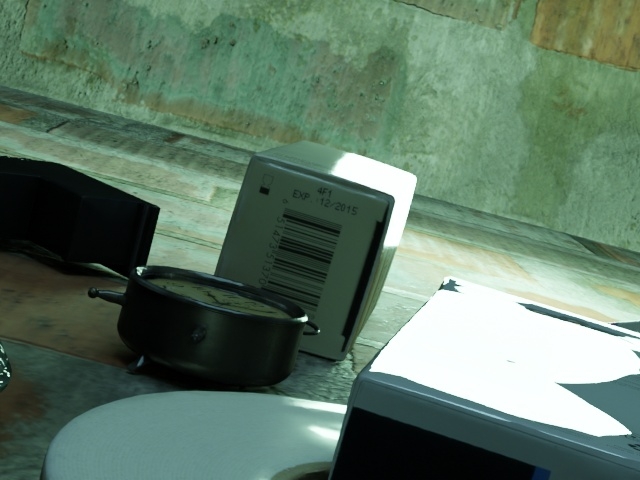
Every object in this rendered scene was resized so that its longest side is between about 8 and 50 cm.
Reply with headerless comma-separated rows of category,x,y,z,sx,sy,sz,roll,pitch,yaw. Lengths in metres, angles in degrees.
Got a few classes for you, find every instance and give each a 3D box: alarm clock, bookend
alarm clock,-0.066,0.063,1.075,0.129,0.064,0.192,20,11,37
bookend,-0.253,-0.023,1.309,0.157,0.072,0.156,22,11,40

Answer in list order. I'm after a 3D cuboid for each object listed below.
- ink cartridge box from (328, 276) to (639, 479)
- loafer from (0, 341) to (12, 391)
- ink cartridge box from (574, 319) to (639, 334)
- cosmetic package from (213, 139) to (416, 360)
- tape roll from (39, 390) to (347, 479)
ink cartridge box,0.112,0.086,0.722,0.165,0.065,0.332,16,9,10
loafer,-0.239,0.053,0.845,0.096,0.084,0.267,46,-1,-23
ink cartridge box,0.252,0.097,1.133,0.198,0.067,0.115,-7,-10,35
cosmetic package,0.000,0.000,1.350,0.129,0.153,0.296,17,9,4
tape roll,0.070,0.159,0.610,0.392,0.072,0.392,16,7,-2
